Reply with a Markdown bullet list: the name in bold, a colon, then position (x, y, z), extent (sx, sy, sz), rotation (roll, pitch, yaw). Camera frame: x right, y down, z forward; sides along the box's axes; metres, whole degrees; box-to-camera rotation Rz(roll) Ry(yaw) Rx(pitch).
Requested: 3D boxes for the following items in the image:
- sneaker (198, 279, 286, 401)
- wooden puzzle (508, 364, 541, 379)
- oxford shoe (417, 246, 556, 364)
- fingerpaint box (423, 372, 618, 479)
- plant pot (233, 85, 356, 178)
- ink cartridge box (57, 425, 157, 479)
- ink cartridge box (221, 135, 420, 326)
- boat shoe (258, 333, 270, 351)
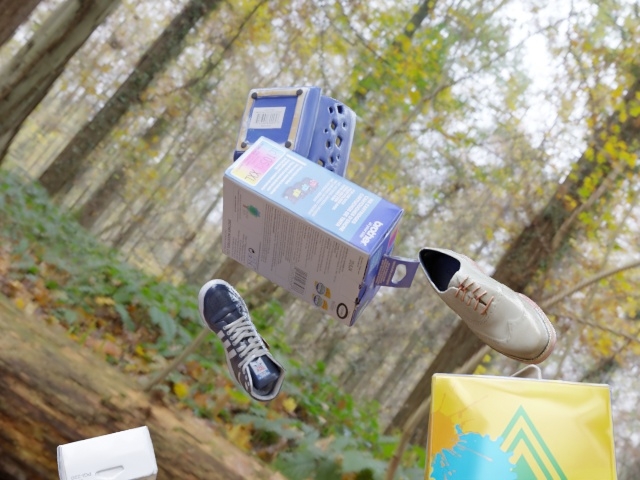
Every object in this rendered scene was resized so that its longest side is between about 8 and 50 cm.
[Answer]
- **sneaker**: position (-0.163, 0.219, 1.712), extent (0.153, 0.099, 0.282), rotation (30, -36, 56)
- **wooden puzzle**: position (0.531, 0.487, 2.215), extent (0.044, 0.238, 0.221), rotation (22, -43, -24)
- **oxford shoe**: position (0.351, 0.140, 1.788), extent (0.147, 0.140, 0.397), rotation (26, 9, -40)
- **fingerpaint box**: position (0.172, 0.387, 0.766), extent (0.163, 0.371, 0.444), rotation (3, -34, 8)
- **plant pot**: position (-0.072, -0.252, 1.972), extent (0.236, 0.235, 0.212), rotation (4, -16, 30)
- **ink cartridge box**: position (-0.386, 0.422, 1.451), extent (0.218, 0.159, 0.092), rotation (118, -41, -59)
- **ink cartridge box**: position (0.000, 0.000, 1.626), extent (0.396, 0.151, 0.270), rotation (31, -34, 14)
- **boat shoe**: position (-0.181, 0.224, 1.907), extent (0.060, 0.064, 0.178), rotation (9, -22, 36)
